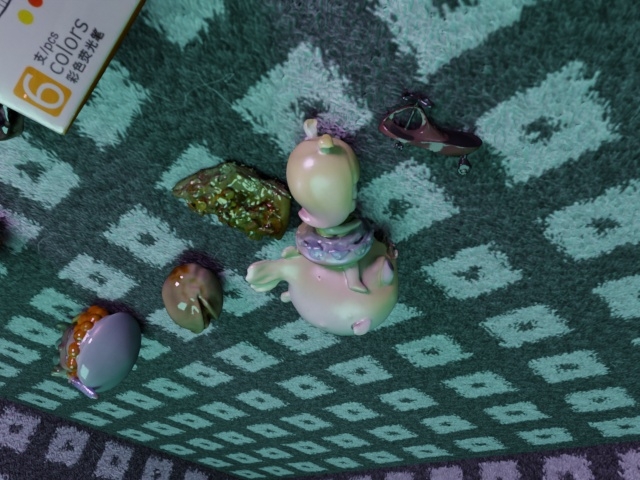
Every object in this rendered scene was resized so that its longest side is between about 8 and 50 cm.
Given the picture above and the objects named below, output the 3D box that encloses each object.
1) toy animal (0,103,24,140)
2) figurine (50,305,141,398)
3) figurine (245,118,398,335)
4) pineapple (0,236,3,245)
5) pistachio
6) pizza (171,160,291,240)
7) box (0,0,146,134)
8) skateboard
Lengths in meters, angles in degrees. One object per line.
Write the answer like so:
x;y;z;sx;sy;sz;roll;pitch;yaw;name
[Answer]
-0.520;-0.302;0.466;0.343;0.195;0.303;5;135;-12;toy animal
-0.661;0.297;1.213;0.381;0.225;0.205;2;168;45;figurine
0.000;0.000;0.704;0.274;0.227;0.395;-16;129;-12;figurine
-0.848;0.047;0.826;0.351;0.300;0.353;4;138;4;pineapple
-0.293;0.134;0.962;0.143;0.144;0.215;11;145;-2;pistachio
-0.155;-0.069;0.756;0.226;0.069;0.147;24;138;-17;pizza
-0.295;-0.276;0.409;0.220;0.091;0.274;28;98;-34;box
0.163;-0.160;0.609;0.151;0.067;0.080;16;129;-3;skateboard
